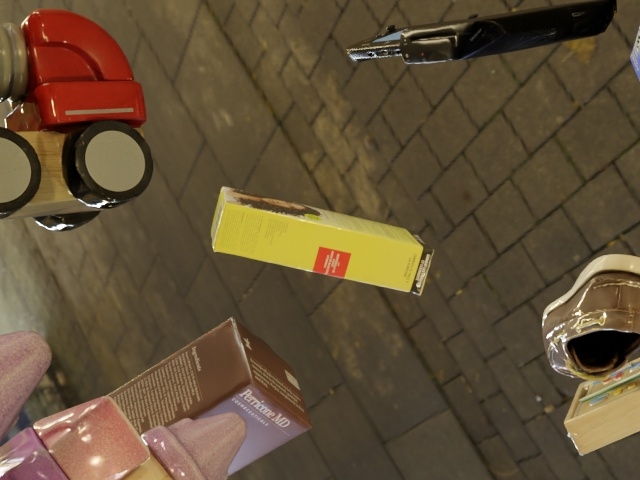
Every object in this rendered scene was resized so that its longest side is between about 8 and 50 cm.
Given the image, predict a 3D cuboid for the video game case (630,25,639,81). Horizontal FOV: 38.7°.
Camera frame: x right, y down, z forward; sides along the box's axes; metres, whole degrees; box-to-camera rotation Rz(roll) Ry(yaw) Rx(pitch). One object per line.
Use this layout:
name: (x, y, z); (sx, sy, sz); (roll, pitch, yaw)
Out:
video game case: (0.445, -0.238, 1.052); (0.244, 0.061, 0.270); (92, 178, -45)

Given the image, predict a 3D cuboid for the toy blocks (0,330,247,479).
toy blocks: (-0.155, 0.151, 0.470); (0.289, 0.260, 0.309); (60, 160, -18)

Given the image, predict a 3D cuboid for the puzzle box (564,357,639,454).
puzzle box: (0.548, 0.168, 1.283); (0.408, 0.272, 0.052); (-30, 83, 19)

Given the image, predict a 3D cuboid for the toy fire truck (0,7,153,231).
toy fire truck: (-0.254, -0.125, 0.636); (0.158, 0.217, 0.247); (-16, 84, 55)

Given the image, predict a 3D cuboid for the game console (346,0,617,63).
game console: (0.149, -0.240, 1.068); (0.361, 0.213, 0.044); (12, 114, 57)

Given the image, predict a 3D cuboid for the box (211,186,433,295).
box: (0.000, 0.000, 0.994); (0.087, 0.232, 0.058); (-122, 46, -71)

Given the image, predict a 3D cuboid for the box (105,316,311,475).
box: (-0.228, 0.304, 1.443); (0.191, 0.381, 0.143); (47, -167, -45)

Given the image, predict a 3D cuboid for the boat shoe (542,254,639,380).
boat shoe: (0.362, 0.127, 1.205); (0.116, 0.097, 0.324); (13, 155, 4)
